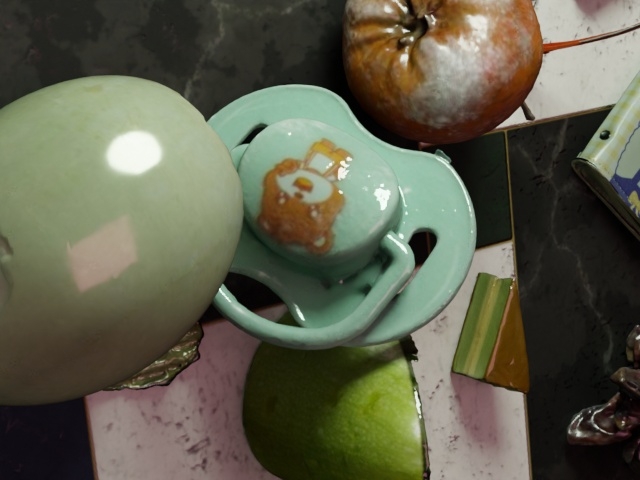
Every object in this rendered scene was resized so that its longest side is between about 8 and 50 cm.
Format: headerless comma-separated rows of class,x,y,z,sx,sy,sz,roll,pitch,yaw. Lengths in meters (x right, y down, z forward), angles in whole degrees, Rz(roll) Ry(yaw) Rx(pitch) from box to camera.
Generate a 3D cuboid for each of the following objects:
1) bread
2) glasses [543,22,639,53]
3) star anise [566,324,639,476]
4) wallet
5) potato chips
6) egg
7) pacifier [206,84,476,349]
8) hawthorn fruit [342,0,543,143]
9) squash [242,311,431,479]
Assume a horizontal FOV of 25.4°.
bread,0.237,0.120,1.844,0.084,0.074,0.139,20,81,-37
glasses,0.308,-0.347,1.729,0.118,0.268,0.234,-38,116,-49
star anise,0.463,0.223,2.003,0.283,0.129,0.212,29,84,-44
wallet,0.502,-0.157,2.011,0.223,0.077,0.309,46,70,-28
potato chips,-0.214,0.123,1.531,0.207,0.028,0.092,-8,99,-38
egg,-0.243,0.007,1.339,0.336,0.278,0.278,-41,118,-32
pacifier,0.000,0.000,1.565,0.288,0.343,0.269,-50,158,-14
hawthorn fruit,0.138,-0.229,1.652,0.231,0.263,0.235,-14,95,-1
squash,0.070,0.200,1.579,0.210,0.309,0.233,-8,100,-37
